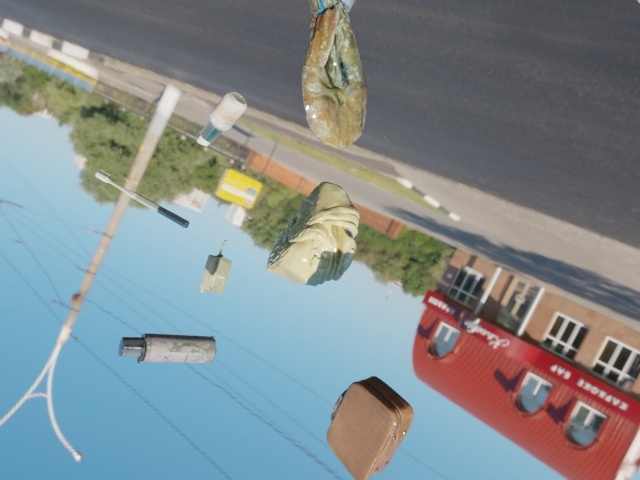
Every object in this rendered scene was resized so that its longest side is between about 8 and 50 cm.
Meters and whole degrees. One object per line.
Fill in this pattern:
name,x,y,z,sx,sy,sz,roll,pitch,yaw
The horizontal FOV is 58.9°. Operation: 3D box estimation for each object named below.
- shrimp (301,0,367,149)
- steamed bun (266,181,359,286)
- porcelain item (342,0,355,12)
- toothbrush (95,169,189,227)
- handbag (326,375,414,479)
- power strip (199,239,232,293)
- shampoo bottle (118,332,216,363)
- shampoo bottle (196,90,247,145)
shrimp,0.020,-0.446,1.414,0.110,0.445,0.221,9,-153,44
steamed bun,0.002,-0.001,1.686,0.203,0.289,0.276,34,154,-19
porcelain item,0.119,-0.816,1.686,0.141,0.259,0.141,26,-148,-18
toothbrush,-0.576,-0.133,1.838,0.342,0.025,0.030,31,-138,0
handbag,0.095,0.379,1.163,0.072,0.193,0.151,-7,-142,-43
power strip,-0.314,0.082,1.736,0.042,0.175,0.075,10,172,33
shampoo bottle,-0.352,0.249,1.307,0.214,0.072,0.072,9,-168,-30
shampoo bottle,-0.294,-0.348,1.658,0.074,0.192,0.074,36,-152,-22
